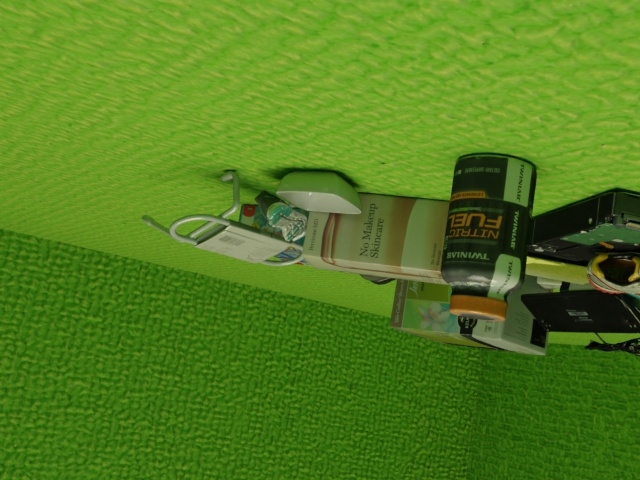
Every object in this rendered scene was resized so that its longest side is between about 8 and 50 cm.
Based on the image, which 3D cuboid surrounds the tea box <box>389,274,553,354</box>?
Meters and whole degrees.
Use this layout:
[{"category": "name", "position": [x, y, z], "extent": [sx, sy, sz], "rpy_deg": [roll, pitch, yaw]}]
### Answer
[{"category": "tea box", "position": [0.412, 0.170, 2.119], "extent": [0.323, 0.220, 0.329], "rpy_deg": [1, 167, 35]}]

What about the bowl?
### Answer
[{"category": "bowl", "position": [0.000, -0.095, 1.493], "extent": [0.142, 0.053, 0.142], "rpy_deg": [4, 170, 27]}]

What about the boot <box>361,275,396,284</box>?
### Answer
[{"category": "boot", "position": [0.166, 0.029, 1.715], "extent": [0.246, 0.083, 0.161], "rpy_deg": [-27, 155, 26]}]

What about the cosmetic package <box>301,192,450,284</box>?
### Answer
[{"category": "cosmetic package", "position": [0.128, -0.008, 1.589], "extent": [0.296, 0.153, 0.129], "rpy_deg": [5, 167, 16]}]

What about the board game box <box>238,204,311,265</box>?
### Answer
[{"category": "board game box", "position": [0.000, 0.000, 1.928], "extent": [0.308, 0.086, 0.302], "rpy_deg": [5, 169, 24]}]

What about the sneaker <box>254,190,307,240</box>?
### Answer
[{"category": "sneaker", "position": [-0.079, -0.054, 1.554], "extent": [0.076, 0.065, 0.166], "rpy_deg": [44, 177, 24]}]

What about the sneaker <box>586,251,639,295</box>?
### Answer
[{"category": "sneaker", "position": [0.591, 0.069, 1.404], "extent": [0.225, 0.088, 0.093], "rpy_deg": [5, 168, 24]}]

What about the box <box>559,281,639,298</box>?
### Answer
[{"category": "box", "position": [0.630, 0.071, 1.680], "extent": [0.060, 0.100, 0.244], "rpy_deg": [27, 164, -22]}]

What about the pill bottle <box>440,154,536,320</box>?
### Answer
[{"category": "pill bottle", "position": [0.260, 0.000, 1.226], "extent": [0.130, 0.245, 0.130], "rpy_deg": [9, 170, 2]}]

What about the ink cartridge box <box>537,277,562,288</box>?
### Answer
[{"category": "ink cartridge box", "position": [0.683, 0.115, 2.049], "extent": [0.181, 0.056, 0.225], "rpy_deg": [4, 167, 31]}]

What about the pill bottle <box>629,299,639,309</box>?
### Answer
[{"category": "pill bottle", "position": [0.707, 0.123, 1.750], "extent": [0.161, 0.161, 0.283], "rpy_deg": [14, 169, -24]}]

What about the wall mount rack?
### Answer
[{"category": "wall mount rack", "position": [-0.205, -0.026, 1.690], "extent": [0.304, 0.130, 0.350], "rpy_deg": [-25, 150, 35]}]

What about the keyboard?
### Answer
[{"category": "keyboard", "position": [0.609, 0.184, 1.770], "extent": [0.201, 0.033, 0.317], "rpy_deg": [49, 158, -14]}]

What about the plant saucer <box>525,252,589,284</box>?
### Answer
[{"category": "plant saucer", "position": [0.484, 0.047, 1.677], "extent": [0.188, 0.045, 0.188], "rpy_deg": [10, -169, -4]}]

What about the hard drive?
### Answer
[{"category": "hard drive", "position": [0.543, -0.011, 1.433], "extent": [0.237, 0.064, 0.339], "rpy_deg": [11, 171, -10]}]
